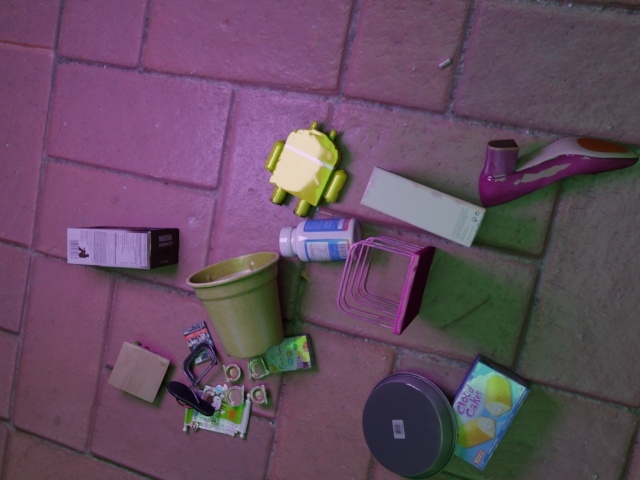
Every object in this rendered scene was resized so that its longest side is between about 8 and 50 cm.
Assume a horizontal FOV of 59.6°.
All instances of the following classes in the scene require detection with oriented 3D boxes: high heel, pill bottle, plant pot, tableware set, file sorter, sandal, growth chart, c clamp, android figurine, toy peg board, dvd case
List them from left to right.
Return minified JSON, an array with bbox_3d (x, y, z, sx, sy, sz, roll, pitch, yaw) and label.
[{"bbox_3d":[-0.587,0.420,1.844,0.160,0.079,0.161,24,101,-3],"label":"toy peg board"},{"bbox_3d":[-0.419,0.511,1.777,0.179,0.067,0.040,32,111,9],"label":"sandal"},{"bbox_3d":[-0.388,0.329,1.802,0.087,0.013,0.120,-24,86,16],"label":"dvd case"},{"bbox_3d":[-0.378,0.409,1.777,0.137,0.022,0.161,43,103,28],"label":"c clamp"},{"bbox_3d":[-0.333,0.546,1.797,0.237,0.021,0.172,3,93,15],"label":"growth chart"},{"bbox_3d":[-0.222,0.195,1.635,0.275,0.276,0.254,-11,101,16],"label":"plant pot"},{"bbox_3d":[-0.235,0.446,1.750,0.168,0.020,0.141,-12,82,14],"label":"tableware set"},{"bbox_3d":[-0.043,-0.213,1.644,0.248,0.056,0.273,26,101,13],"label":"android figurine"},{"bbox_3d":[0.000,0.000,1.611,0.221,0.124,0.124,-1,93,16],"label":"pill bottle"},{"bbox_3d":[0.176,0.100,1.483,0.182,0.290,0.202,16,98,17],"label":"file sorter"},{"bbox_3d":[0.609,-0.169,1.456,0.376,0.127,0.181,4,124,12],"label":"high heel"}]

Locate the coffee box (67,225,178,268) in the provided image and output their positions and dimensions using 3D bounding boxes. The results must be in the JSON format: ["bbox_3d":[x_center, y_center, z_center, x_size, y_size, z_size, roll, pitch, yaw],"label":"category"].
[{"bbox_3d":[-0.621,0.017,1.769,0.297,0.168,0.119,2,94,15],"label":"coffee box"}]

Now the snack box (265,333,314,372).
[{"bbox_3d":[-0.096,0.344,1.706,0.141,0.037,0.100,-10,90,17],"label":"snack box"}]

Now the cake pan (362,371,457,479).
[{"bbox_3d":[0.235,0.519,1.559,0.293,0.054,0.294,-4,83,37],"label":"cake pan"}]

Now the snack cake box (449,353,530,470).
[{"bbox_3d":[0.438,0.467,1.533,0.152,0.089,0.265,28,101,12],"label":"snack cake box"}]

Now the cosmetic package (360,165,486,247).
[{"bbox_3d":[0.280,-0.091,1.507,0.309,0.160,0.113,24,99,12],"label":"cosmetic package"}]
